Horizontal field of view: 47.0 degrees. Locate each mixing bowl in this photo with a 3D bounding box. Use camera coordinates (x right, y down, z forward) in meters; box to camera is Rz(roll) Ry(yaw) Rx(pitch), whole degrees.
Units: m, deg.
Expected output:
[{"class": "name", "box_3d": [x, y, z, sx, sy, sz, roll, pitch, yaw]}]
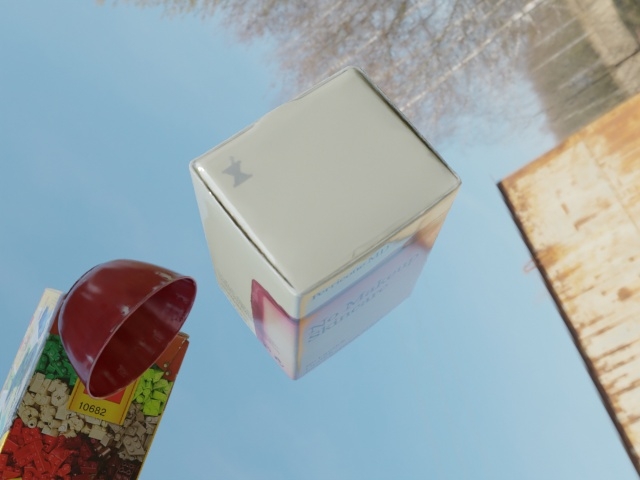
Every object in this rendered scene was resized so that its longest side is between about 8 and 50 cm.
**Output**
[{"class": "mixing bowl", "box_3d": [-0.246, 0.090, 0.887, 0.098, 0.181, 0.181, 35, -160, 14]}]

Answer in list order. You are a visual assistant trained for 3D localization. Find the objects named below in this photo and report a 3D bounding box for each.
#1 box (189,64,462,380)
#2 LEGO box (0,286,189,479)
[{"class": "box", "box_3d": [0.000, 0.000, 0.599, 0.127, 0.148, 0.232, 50, 163, 17]}, {"class": "LEGO box", "box_3d": [-0.419, 0.282, 1.211, 0.193, 0.500, 0.372, 23, -102, -21]}]
